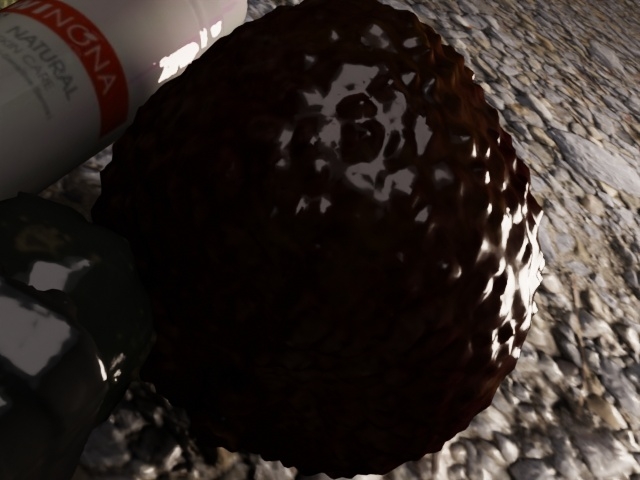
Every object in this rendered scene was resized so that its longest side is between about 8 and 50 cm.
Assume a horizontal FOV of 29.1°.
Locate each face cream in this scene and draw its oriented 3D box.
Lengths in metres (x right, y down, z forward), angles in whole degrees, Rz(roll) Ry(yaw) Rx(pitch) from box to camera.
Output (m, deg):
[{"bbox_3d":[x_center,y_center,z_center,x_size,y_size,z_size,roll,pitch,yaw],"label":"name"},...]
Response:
[{"bbox_3d":[-0.156,-0.091,0.714,0.102,0.102,0.345,34,43,9],"label":"face cream"}]

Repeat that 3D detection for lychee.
[{"bbox_3d":[0.000,0.000,0.684,0.260,0.261,0.260,22,28,-13],"label":"lychee"}]

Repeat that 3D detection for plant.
[{"bbox_3d":[-0.175,0.073,0.516,0.142,0.164,0.256,33,39,8],"label":"plant"}]

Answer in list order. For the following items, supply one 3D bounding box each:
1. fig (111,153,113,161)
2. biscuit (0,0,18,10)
[{"bbox_3d":[-0.093,-0.046,0.833,0.123,0.123,0.156,35,38,10],"label":"fig"},{"bbox_3d":[-0.259,-0.200,1.014,0.199,0.041,0.121,20,27,-20],"label":"biscuit"}]
